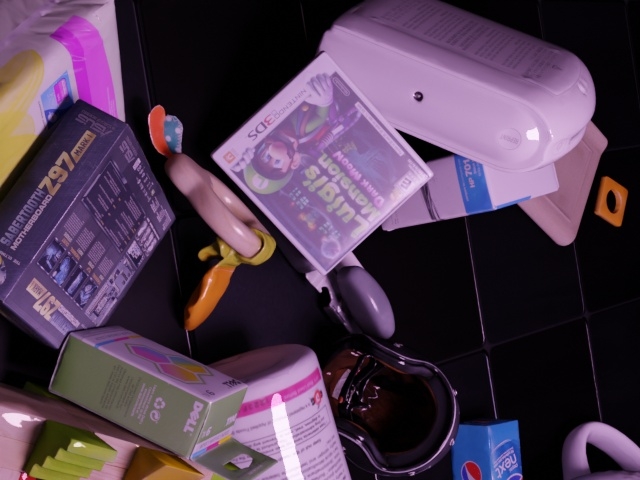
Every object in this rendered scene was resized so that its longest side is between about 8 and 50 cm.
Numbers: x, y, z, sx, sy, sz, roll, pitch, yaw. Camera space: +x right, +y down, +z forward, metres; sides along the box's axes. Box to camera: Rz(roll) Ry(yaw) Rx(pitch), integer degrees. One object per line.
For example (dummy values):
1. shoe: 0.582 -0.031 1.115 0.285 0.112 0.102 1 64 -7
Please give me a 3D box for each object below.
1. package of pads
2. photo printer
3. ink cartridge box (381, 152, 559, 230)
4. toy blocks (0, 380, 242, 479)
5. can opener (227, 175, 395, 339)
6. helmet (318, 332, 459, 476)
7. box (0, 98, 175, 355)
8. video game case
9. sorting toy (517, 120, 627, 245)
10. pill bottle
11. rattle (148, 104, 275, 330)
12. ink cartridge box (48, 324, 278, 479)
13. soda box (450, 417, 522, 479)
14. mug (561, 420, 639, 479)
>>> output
1. package of pads: -0.292 -0.067 0.990 0.296 0.101 0.229 -52 163 -34
2. photo printer: 0.174 -0.193 1.343 0.256 0.307 0.107 -47 157 -58
3. ink cartridge box: 0.182 -0.073 1.434 0.140 0.191 0.082 -16 95 -43
4. toy blocks: -0.275 0.272 0.993 0.381 0.191 0.261 27 86 -40
5. can opener: 0.000 0.000 1.334 0.280 0.093 0.074 52 55 -20
6. helmet: 0.078 0.198 1.320 0.161 0.169 0.169 33 63 -26
7. box: -0.223 0.001 1.027 0.183 0.059 0.232 -59 167 -14
8. video game case: 0.003 -0.085 1.263 0.173 0.022 0.190 -43 103 2
9. sorting toy: 0.345 -0.116 1.689 0.348 0.047 0.196 40 65 -32
10. pill bottle: -0.046 0.268 1.207 0.160 0.160 0.283 -22 100 -42
11. rattle: -0.155 -0.028 1.230 0.200 0.143 0.130 43 25 -13
12. ink cartridge box: -0.138 0.151 1.067 0.062 0.209 0.109 -68 166 6
13. soda box: 0.227 0.348 1.508 0.067 0.071 0.210 -2 87 -42
14. mug: 0.450 0.428 1.602 0.328 0.276 0.374 26 38 -30
